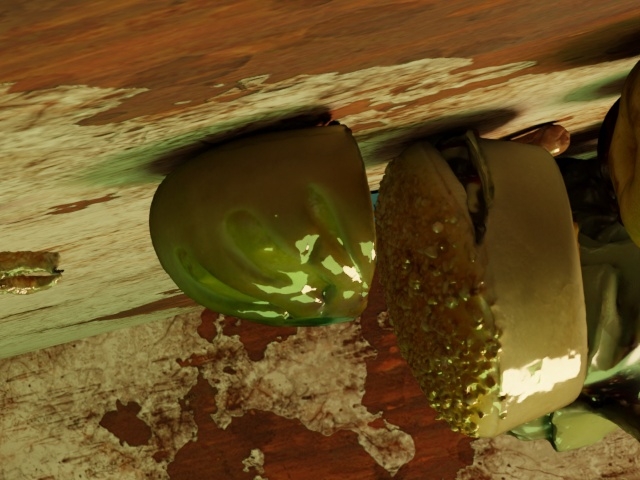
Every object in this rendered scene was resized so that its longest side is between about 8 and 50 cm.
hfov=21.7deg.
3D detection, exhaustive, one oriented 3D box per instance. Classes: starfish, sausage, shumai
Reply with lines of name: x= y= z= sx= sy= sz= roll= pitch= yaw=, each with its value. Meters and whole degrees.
starfish: x=-0.356 y=0.027 z=1.377 sx=0.302 sy=0.060 sz=0.299 roll=-6 pitch=168 yaw=-18
sausage: x=0.202 y=-0.090 z=1.754 sx=0.042 sy=0.036 sz=0.158 roll=2 pitch=169 yaw=-30
shumai: x=0.326 y=0.072 z=1.967 sx=0.395 sy=0.395 sz=0.348 roll=-12 pitch=-179 yaw=-17

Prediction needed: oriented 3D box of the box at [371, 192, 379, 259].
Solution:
box: x=0.000 y=0.000 z=1.998 sx=0.232 sy=0.083 sz=0.142 roll=-9 pitch=173 yaw=-33

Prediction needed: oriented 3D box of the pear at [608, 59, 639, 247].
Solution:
pear: x=0.329 y=-0.069 z=1.293 sx=0.209 sy=0.209 sz=0.209 roll=-13 pitch=176 yaw=-1

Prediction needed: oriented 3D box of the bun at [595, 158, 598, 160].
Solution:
bun: x=0.453 y=-0.070 z=2.253 sx=0.173 sy=0.120 sz=0.173 roll=-14 pitch=174 yaw=-2

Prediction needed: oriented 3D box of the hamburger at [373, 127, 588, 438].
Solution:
hamburger: x=0.145 y=0.041 z=1.582 sx=0.170 sy=0.302 sz=0.302 roll=-6 pitch=175 yaw=-4

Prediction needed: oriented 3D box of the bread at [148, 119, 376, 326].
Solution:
bread: x=-0.054 y=-0.001 z=1.337 sx=0.156 sy=0.158 sz=0.260 roll=-9 pitch=173 yaw=-10

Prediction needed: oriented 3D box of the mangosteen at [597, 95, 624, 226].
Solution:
mangosteen: x=0.349 y=-0.084 z=1.532 sx=0.200 sy=0.200 sz=0.200 roll=-13 pitch=176 yaw=-1
